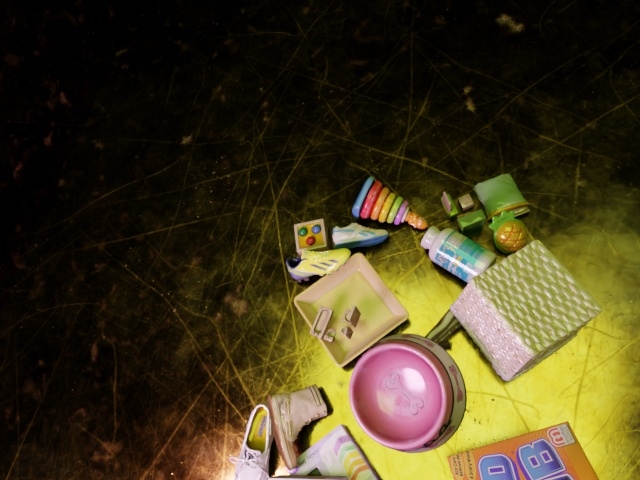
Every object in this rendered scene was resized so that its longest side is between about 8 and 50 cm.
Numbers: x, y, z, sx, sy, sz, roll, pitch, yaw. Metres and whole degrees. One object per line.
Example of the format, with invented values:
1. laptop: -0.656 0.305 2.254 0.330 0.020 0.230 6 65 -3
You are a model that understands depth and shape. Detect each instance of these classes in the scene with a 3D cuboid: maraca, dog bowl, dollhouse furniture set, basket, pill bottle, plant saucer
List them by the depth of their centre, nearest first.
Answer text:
1. basket: 0.681 0.235 1.699 0.328 0.266 0.331 -28 66 -13
2. dog bowl: 0.277 0.521 1.720 0.408 0.150 0.408 -6 77 25
3. dollhouse furniture set: 0.045 0.295 1.851 0.151 0.123 0.144 18 74 20
4. maraca: 0.703 -0.031 1.890 0.127 0.185 0.099 -36 24 2
5. pill bottle: 0.515 0.049 1.908 0.264 0.146 0.146 34 80 24
6. dollhouse furniture set: 0.645 -0.159 1.955 0.302 0.151 0.197 -22 65 4
7. plant saucer: 0.119 0.268 1.956 0.333 0.081 0.333 -36 65 -1

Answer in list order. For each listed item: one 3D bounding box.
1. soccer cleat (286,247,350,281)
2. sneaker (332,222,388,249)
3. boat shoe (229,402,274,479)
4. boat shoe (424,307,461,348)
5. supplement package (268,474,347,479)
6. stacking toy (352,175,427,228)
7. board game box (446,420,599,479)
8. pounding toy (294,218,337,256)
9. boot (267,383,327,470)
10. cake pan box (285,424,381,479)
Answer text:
1. soccer cleat: -0.016 0.079 1.993 0.289 0.121 0.093 -21 20 32
2. sneaker: 0.162 -0.026 2.036 0.229 0.087 0.092 -6 63 -11
3. boat shoe: -0.240 0.766 1.802 0.136 0.156 0.367 11 71 18
4. boat shoe: 0.438 0.358 1.834 0.095 0.095 0.257 41 82 18
5. supplement package: -0.039 0.849 1.659 0.244 0.139 0.133 -4 69 12
6. stacking toy: 0.296 -0.124 2.044 0.302 0.175 0.165 25 79 10
7. board game box: 0.605 0.791 1.421 0.357 0.356 0.356 -19 46 6
8. pounding toy: 0.007 0.007 2.080 0.206 0.094 0.181 -12 66 10
9. boot: -0.066 0.661 1.802 0.203 0.095 0.262 -9 66 -21
10. cake pan box: 0.041 0.823 1.761 0.267 0.070 0.245 -36 63 -1
